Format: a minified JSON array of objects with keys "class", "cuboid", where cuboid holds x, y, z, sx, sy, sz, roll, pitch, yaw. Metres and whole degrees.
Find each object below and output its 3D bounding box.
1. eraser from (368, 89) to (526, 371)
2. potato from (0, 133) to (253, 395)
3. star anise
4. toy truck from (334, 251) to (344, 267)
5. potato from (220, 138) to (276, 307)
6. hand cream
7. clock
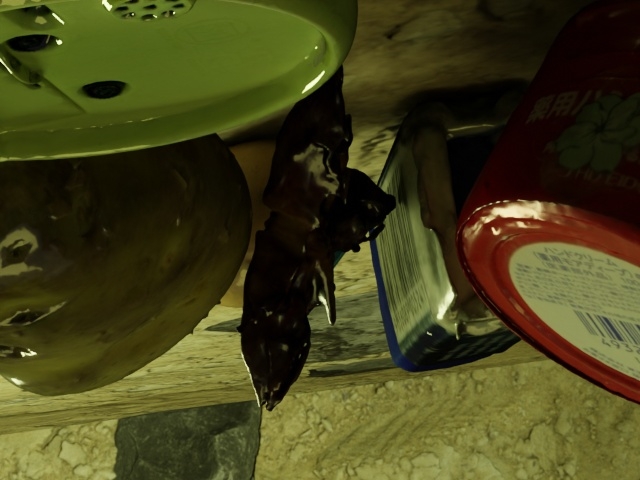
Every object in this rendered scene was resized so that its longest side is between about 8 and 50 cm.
[{"class":"eraser","cuboid":[0.098,0.009,1.055,0.101,0.155,0.332,-8,169,-4]},{"class":"potato","cuboid":[-0.136,-0.006,0.797,0.191,0.141,0.296,-36,170,1]},{"class":"star anise","cuboid":[-0.004,-0.001,0.892,0.053,0.212,0.157,17,-177,17]},{"class":"toy truck","cuboid":[-0.019,0.016,1.246,0.090,0.073,0.056,-20,134,13]},{"class":"potato","cuboid":[-0.053,-0.012,0.983,0.112,0.112,0.147,2,158,-41]},{"class":"hand cream","cuboid":[0.196,-0.010,0.792,0.230,0.149,0.230,26,160,10]},{"class":"clock","cuboid":[-0.085,-0.099,0.532,0.308,0.096,0.235,-11,168,10]}]
